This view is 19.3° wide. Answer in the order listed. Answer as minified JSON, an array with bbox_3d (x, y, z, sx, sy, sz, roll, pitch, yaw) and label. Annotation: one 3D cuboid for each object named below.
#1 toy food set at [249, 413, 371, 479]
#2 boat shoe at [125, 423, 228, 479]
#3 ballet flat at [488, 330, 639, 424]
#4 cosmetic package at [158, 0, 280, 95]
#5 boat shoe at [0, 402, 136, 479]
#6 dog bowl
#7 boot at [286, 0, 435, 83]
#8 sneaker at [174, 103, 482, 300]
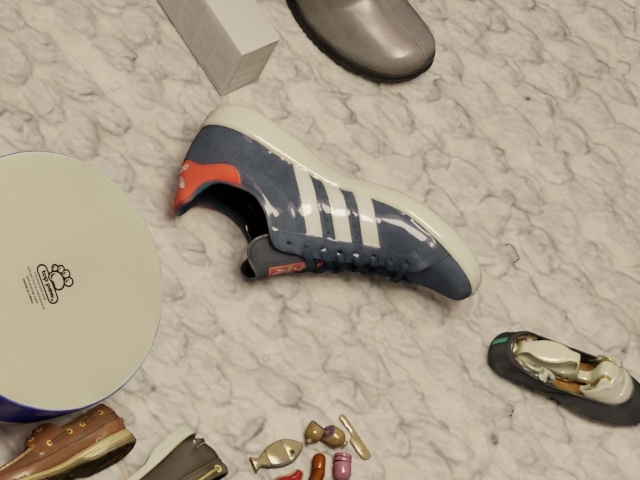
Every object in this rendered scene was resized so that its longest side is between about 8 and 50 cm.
[{"bbox_3d":[-0.006,0.230,1.972,0.122,0.019,0.078,-28,77,-27],"label":"toy food set"},{"bbox_3d":[-0.183,0.275,1.858,0.068,0.081,0.228,41,58,8],"label":"boat shoe"},{"bbox_3d":[0.285,0.149,2.078,0.203,0.074,0.074,21,61,-8],"label":"ballet flat"},{"bbox_3d":[-0.141,-0.291,2.132,0.060,0.099,0.239,-27,77,-29],"label":"cosmetic package"},{"bbox_3d":[-0.271,0.216,1.872,0.178,0.064,0.060,-22,69,-32],"label":"boat shoe"},{"bbox_3d":[-0.292,0.047,1.865,0.265,0.104,0.265,9,74,-36],"label":"dog bowl"},{"bbox_3d":[0.024,-0.347,2.139,0.338,0.223,0.118,45,60,6],"label":"boot"},{"bbox_3d":[0.000,0.000,2.033,0.350,0.131,0.148,28,67,3],"label":"sneaker"}]
